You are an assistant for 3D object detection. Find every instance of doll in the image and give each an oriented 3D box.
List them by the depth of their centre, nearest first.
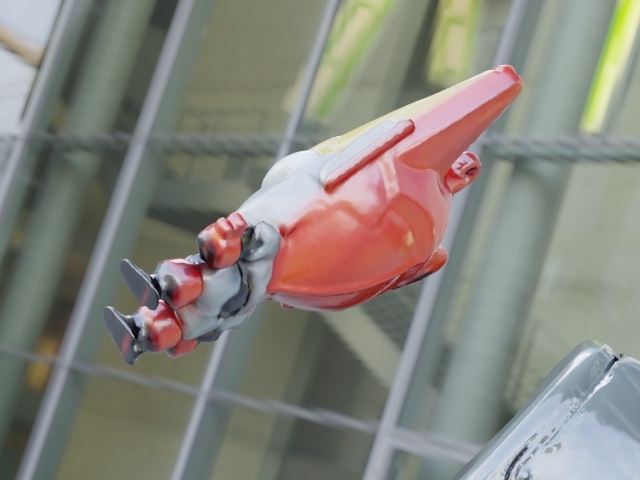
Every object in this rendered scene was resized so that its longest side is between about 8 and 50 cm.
[{"bbox_3d":[0.000,0.000,0.720,0.057,0.169,0.109,43,-41,21],"label":"doll"}]

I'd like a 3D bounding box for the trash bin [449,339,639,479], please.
[{"bbox_3d":[0.099,0.159,1.020,0.101,0.177,0.236,44,-50,3],"label":"trash bin"}]
